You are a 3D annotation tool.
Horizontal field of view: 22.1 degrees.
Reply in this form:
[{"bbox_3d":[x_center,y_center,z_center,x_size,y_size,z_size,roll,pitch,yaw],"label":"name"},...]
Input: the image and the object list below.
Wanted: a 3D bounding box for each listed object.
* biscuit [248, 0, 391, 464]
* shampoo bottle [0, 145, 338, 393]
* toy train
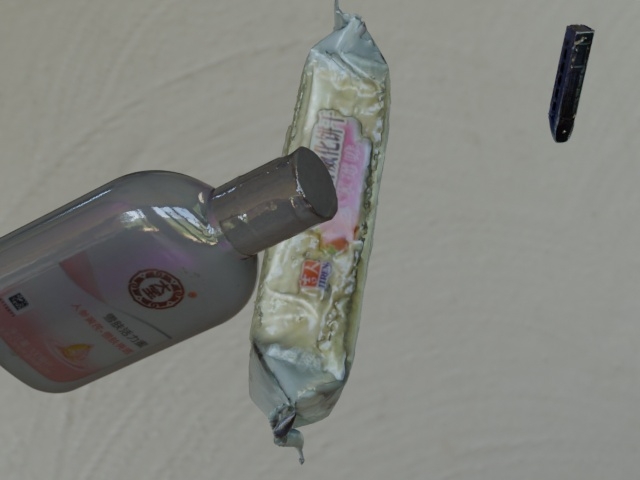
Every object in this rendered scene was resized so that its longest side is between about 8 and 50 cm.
[{"bbox_3d":[0.000,-0.001,1.178,0.079,0.309,0.186,10,-12,2],"label":"biscuit"},{"bbox_3d":[-0.069,0.009,0.664,0.165,0.080,0.040,-24,34,25],"label":"shampoo bottle"},{"bbox_3d":[0.169,-0.107,1.123,0.017,0.083,0.017,-6,30,-28],"label":"toy train"}]
